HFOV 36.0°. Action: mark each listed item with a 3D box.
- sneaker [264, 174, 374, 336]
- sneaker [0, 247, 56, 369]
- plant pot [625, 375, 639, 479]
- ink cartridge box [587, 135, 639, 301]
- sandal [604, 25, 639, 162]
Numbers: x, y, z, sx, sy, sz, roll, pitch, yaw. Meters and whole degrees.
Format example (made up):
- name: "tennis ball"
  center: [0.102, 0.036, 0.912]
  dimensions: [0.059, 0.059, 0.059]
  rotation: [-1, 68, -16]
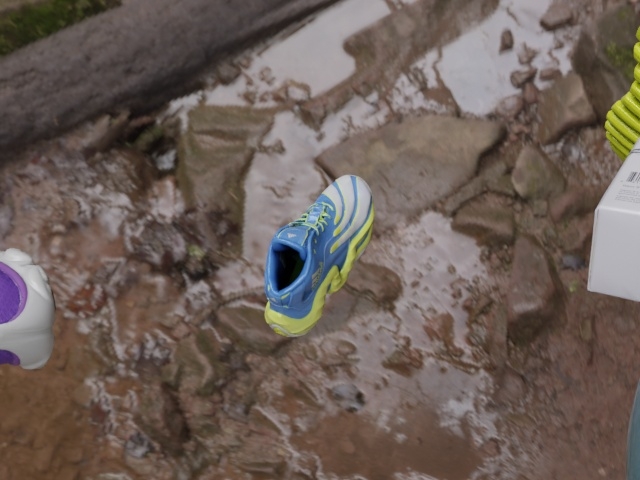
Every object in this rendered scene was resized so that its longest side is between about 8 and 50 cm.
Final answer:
- name: "sneaker"
  center: [0.000, 0.000, 1.225]
  dimensions: [0.091, 0.126, 0.240]
  rotation: [16, 66, 16]
- name: "sneaker"
  center: [-0.201, 0.018, 0.481]
  dimensions: [0.170, 0.071, 0.068]
  rotation: [14, 101, 39]
- name: "plant pot"
  center: [0.377, 0.235, 0.817]
  dimensions: [0.290, 0.290, 0.195]
  rotation: [27, 116, 24]
- name: "ink cartridge box"
  center: [0.387, -0.027, 0.992]
  dimensions: [0.172, 0.100, 0.237]
  rotation: [13, 33, 25]
- name: "sandal"
  center: [0.574, -0.241, 1.628]
  dimensions: [0.138, 0.317, 0.126]
  rotation: [-21, 57, -20]
